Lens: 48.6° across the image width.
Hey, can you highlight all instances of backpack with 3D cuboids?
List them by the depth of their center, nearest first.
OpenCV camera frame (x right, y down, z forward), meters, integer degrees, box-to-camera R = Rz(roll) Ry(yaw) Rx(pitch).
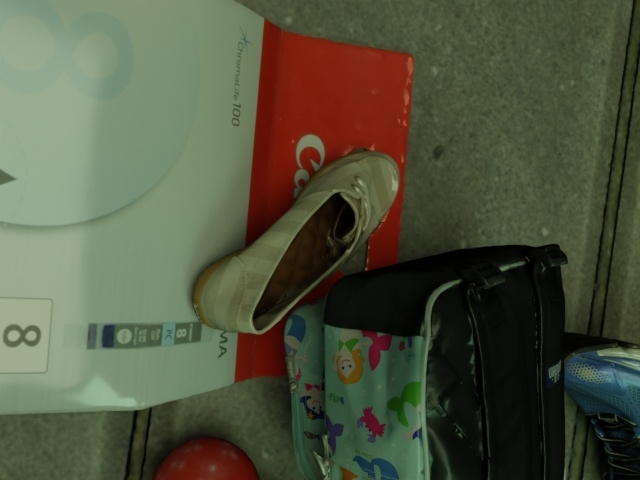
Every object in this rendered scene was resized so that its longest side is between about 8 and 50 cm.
[{"bbox_3d":[0.092,0.140,0.552,0.225,0.191,0.253,-11,93,-47],"label":"backpack"}]

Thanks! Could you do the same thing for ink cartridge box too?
[{"bbox_3d":[-0.084,-0.032,0.545,0.385,0.091,0.308,4,91,-24],"label":"ink cartridge box"}]

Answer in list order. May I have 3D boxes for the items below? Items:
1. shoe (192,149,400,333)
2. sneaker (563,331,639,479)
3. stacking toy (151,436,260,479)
[{"bbox_3d":[0.000,0.000,0.550,0.219,0.058,0.076,-41,119,-30],"label":"shoe"},{"bbox_3d":[0.331,0.206,0.683,0.330,0.130,0.147,37,78,-16],"label":"sneaker"},{"bbox_3d":[-0.020,0.300,0.583,0.141,0.141,0.330,-41,96,-13],"label":"stacking toy"}]
